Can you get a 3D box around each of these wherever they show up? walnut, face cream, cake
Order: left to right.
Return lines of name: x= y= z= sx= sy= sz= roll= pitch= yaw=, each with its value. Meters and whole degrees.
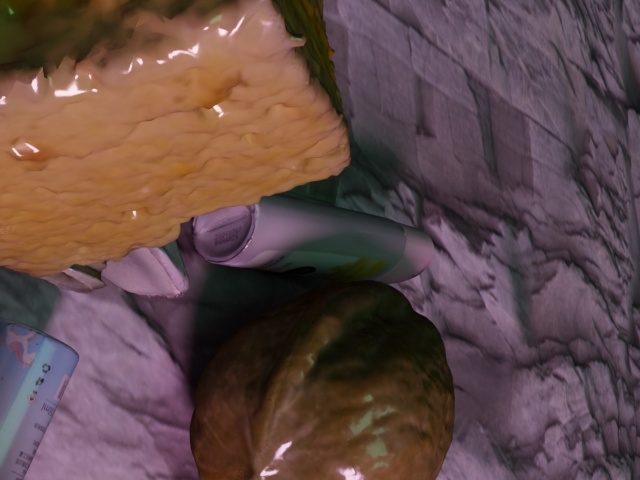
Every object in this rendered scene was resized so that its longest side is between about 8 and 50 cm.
face cream: x=-0.257 y=0.174 z=0.697 sx=0.075 sy=0.075 sz=0.229 roll=42 pitch=60 yaw=-43
cake: x=-0.126 y=-0.155 z=0.478 sx=0.227 sy=0.222 sz=0.286 roll=45 pitch=30 yaw=-73
face cream: x=0.000 y=0.000 z=0.970 sx=0.269 sy=0.107 sz=0.073 roll=10 pitch=75 yaw=-48
walnut: x=0.013 y=0.164 z=0.902 sx=0.283 sy=0.227 sz=0.283 roll=-31 pitch=126 yaw=-55

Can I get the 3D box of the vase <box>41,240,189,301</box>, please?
vase: x=-0.119 y=-0.179 z=0.711 sx=0.250 sy=0.250 sz=0.445 roll=34 pitch=69 yaw=-46

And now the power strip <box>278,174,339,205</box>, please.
power strip: x=-0.075 y=-0.089 z=0.916 sx=0.272 sy=0.052 sz=0.078 roll=14 pitch=79 yaw=-49
